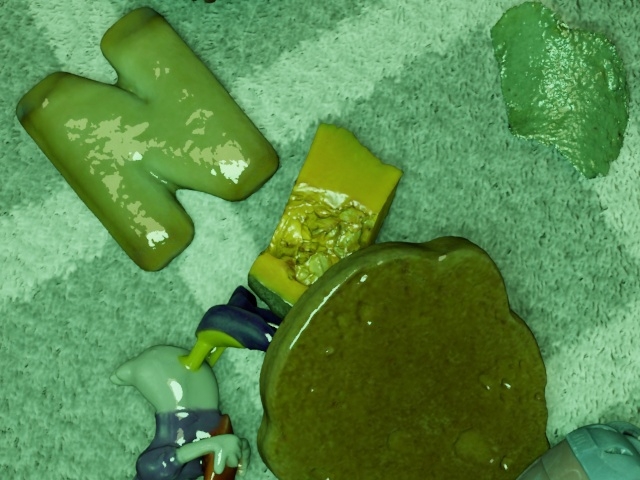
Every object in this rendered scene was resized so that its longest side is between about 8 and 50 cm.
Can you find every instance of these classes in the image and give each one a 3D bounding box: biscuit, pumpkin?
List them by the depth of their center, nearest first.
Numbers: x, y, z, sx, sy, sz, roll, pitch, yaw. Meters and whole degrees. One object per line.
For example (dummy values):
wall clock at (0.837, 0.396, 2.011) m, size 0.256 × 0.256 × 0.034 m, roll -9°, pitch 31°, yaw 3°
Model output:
biscuit at (0.109, 0.185, 1.009) m, size 0.381 × 0.074 × 0.359 m, roll 39°, pitch 93°, yaw -26°
pumpkin at (0.002, -0.003, 1.086) m, size 0.131 × 0.126 × 0.248 m, roll 24°, pitch 66°, yaw 12°
biscuit at (-0.221, -0.132, 1.130) m, size 0.237 × 0.062 × 0.291 m, roll -38°, pitch 85°, yaw -3°

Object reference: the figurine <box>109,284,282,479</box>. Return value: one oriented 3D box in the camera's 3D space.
figurine at (-0.184, 0.241, 1.040) m, size 0.193 × 0.154 × 0.421 m, roll 22°, pitch 83°, yaw 9°

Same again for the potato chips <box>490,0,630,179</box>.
potato chips at (0.300, -0.194, 1.123) m, size 0.228 × 0.059 × 0.167 m, roll 35°, pitch 95°, yaw 5°

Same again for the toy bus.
toy bus at (0.323, 0.362, 0.983) m, size 0.231 × 0.197 × 0.294 m, roll -34°, pitch 96°, yaw 8°

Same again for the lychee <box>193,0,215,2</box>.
lychee at (-0.138, -0.451, 1.050) m, size 0.306 × 0.306 × 0.330 m, roll 10°, pitch 97°, yaw 3°
